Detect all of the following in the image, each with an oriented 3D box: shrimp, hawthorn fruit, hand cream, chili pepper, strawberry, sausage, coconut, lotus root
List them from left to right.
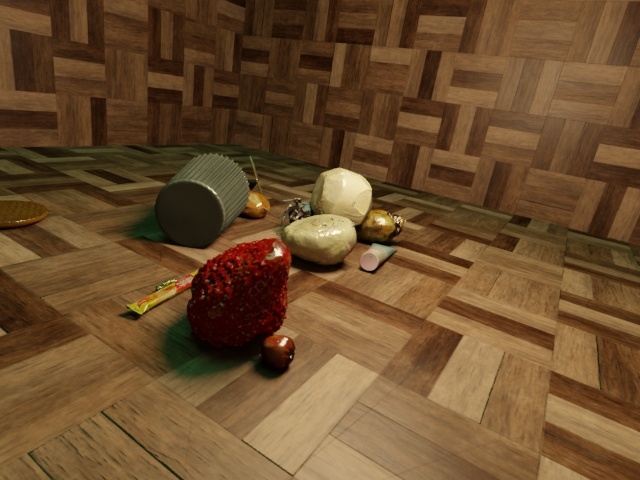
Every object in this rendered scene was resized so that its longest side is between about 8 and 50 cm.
[{"bbox_3d":[-0.433,0.125,1.115,0.027,0.022,0.083,13,16,14],"label":"chili pepper"},{"bbox_3d":[-0.186,0.109,0.936,0.261,0.257,0.261,0,27,0],"label":"strawberry"},{"bbox_3d":[-0.347,-0.174,1.852,0.241,0.120,0.136,14,35,13],"label":"sausage"},{"bbox_3d":[-0.093,0.241,0.874,0.077,0.077,0.077,8,19,-3],"label":"hawthorn fruit"},{"bbox_3d":[-0.074,-0.107,1.745,0.221,0.166,0.410,39,29,4],"label":"shrimp"},{"bbox_3d":[0.100,-0.164,1.633,0.248,0.244,0.245,15,17,-17],"label":"coconut"},{"bbox_3d":[0.220,-0.064,1.766,0.314,0.141,0.169,4,15,15],"label":"lotus root"},{"bbox_3d":[0.221,0.054,1.579,0.111,0.070,0.312,14,12,18],"label":"hand cream"}]

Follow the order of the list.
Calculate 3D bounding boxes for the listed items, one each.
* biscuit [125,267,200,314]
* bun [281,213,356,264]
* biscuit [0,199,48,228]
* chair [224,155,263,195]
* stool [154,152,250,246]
[{"bbox_3d":[-0.402,0.134,1.094,0.048,0.026,0.292,18,20,15],"label":"biscuit"},{"bbox_3d":[-0.001,0.002,1.453,0.273,0.168,0.273,-4,20,1],"label":"bun"},{"bbox_3d":[-1.103,-0.091,1.401,0.262,0.037,0.262,8,19,-3],"label":"biscuit"},{"bbox_3d":[-0.420,-0.284,2.095,0.188,0.166,0.272,-10,70,-45],"label":"chair"},{"bbox_3d":[-0.439,-0.153,1.514,0.298,0.297,0.330,8,23,-3],"label":"stool"}]
